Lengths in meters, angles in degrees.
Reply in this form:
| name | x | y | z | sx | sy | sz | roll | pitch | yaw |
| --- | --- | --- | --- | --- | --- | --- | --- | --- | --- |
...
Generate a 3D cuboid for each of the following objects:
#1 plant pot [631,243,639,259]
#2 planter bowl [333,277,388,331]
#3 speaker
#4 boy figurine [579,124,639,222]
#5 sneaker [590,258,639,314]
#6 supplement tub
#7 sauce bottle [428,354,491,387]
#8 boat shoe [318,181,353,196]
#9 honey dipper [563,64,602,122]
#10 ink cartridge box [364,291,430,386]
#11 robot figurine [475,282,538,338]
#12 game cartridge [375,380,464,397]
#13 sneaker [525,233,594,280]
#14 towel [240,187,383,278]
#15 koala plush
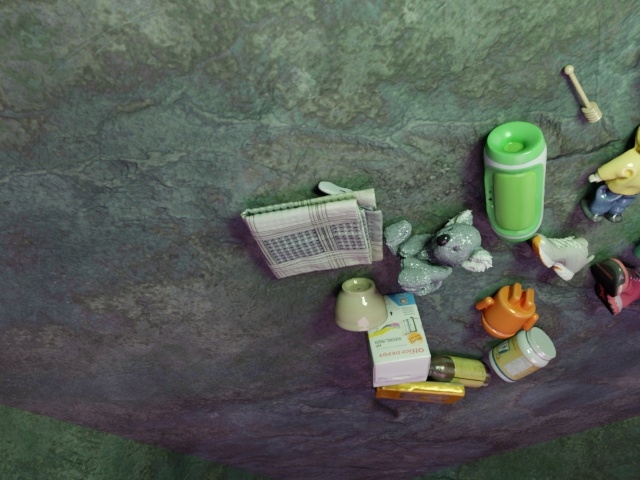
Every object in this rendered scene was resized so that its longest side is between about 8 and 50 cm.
| name | x | y | z | sx | sy | sz | roll | pitch | yaw |
| --- | --- | --- | --- | --- | --- | --- | --- | --- | --- |
| plant pot | 1.049 | 0.026 | 1.254 | 0.293 | 0.293 | 0.235 | 18 | 116 | -26 |
| planter bowl | 0.115 | 0.176 | 1.382 | 0.162 | 0.162 | 0.109 | -6 | 112 | -2 |
| speaker | 0.450 | -0.126 | 1.094 | 0.131 | 0.131 | 0.296 | -16 | 138 | 10 |
| boy figurine | 0.731 | -0.162 | 1.121 | 0.178 | 0.092 | 0.285 | -2 | 138 | -6 |
| sneaker | 0.949 | 0.121 | 1.485 | 0.136 | 0.115 | 0.314 | -32 | 141 | 11 |
| supplement tub | 0.747 | 0.423 | 1.751 | 0.145 | 0.144 | 0.199 | 20 | 132 | -28 |
| sauce bottle | 0.498 | 0.501 | 1.831 | 0.345 | 0.111 | 0.111 | 15 | 134 | -23 |
| boat shoe | 0.034 | -0.110 | 1.118 | 0.100 | 0.035 | 0.035 | 12 | 133 | -30 |
| honey dipper | 0.540 | -0.305 | 0.978 | 0.030 | 0.030 | 0.161 | -35 | 128 | 28 |
| ink cartridge box | 0.229 | 0.309 | 1.474 | 0.172 | 0.232 | 0.168 | -8 | 139 | 0 |
| robot figurine | 0.601 | 0.231 | 1.526 | 0.158 | 0.128 | 0.219 | -4 | 139 | -21 |
| game cartridge | 0.383 | 0.604 | 1.879 | 0.324 | 0.052 | 0.285 | 0 | 155 | 6 |
| sneaker | 0.681 | 0.020 | 1.333 | 0.263 | 0.099 | 0.121 | 24 | 123 | -41 |
| towel | 0.000 | 0.000 | 1.194 | 0.325 | 0.056 | 0.312 | -10 | 145 | 5 |
| koala plush | 0.313 | 0.026 | 1.214 | 0.221 | 0.196 | 0.203 | -31 | 145 | 24 |
